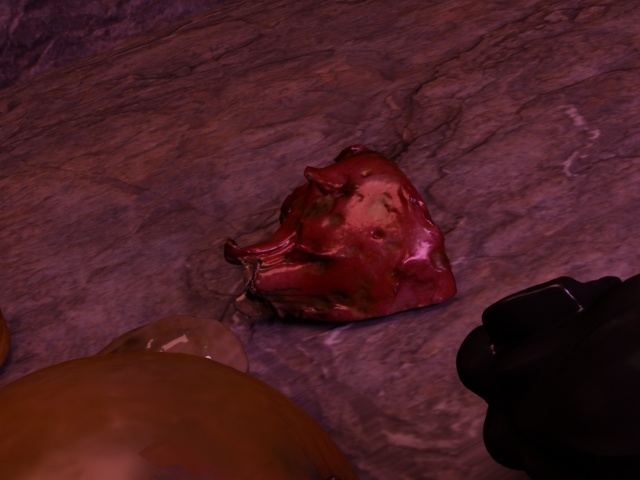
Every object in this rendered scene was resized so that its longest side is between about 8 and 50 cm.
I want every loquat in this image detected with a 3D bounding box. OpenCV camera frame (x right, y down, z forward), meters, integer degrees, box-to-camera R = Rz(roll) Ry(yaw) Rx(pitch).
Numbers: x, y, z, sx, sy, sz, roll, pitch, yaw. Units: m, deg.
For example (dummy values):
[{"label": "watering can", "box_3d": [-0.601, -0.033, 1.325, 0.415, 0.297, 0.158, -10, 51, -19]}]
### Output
[{"label": "loquat", "box_3d": [-0.114, 0.228, 0.806, 0.359, 0.328, 0.328, -31, 17, 21]}]

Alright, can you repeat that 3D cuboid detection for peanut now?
[{"label": "peanut", "box_3d": [-0.199, 0.146, 1.313, 0.275, 0.111, 0.125, -20, 18, -5]}]

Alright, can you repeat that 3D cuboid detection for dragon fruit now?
[{"label": "dragon fruit", "box_3d": [0.000, 0.000, 1.475, 0.211, 0.134, 0.262, -28, 24, -16]}]

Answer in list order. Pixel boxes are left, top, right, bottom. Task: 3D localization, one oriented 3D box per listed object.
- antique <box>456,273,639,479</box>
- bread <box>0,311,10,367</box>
[{"label": "antique", "box_3d": [0.254, 0.088, 0.996, 0.255, 0.185, 0.322, -24, 10, -16]}, {"label": "bread", "box_3d": [-0.458, 0.086, 1.616, 0.195, 0.142, 0.270, -27, 26, -21]}]
